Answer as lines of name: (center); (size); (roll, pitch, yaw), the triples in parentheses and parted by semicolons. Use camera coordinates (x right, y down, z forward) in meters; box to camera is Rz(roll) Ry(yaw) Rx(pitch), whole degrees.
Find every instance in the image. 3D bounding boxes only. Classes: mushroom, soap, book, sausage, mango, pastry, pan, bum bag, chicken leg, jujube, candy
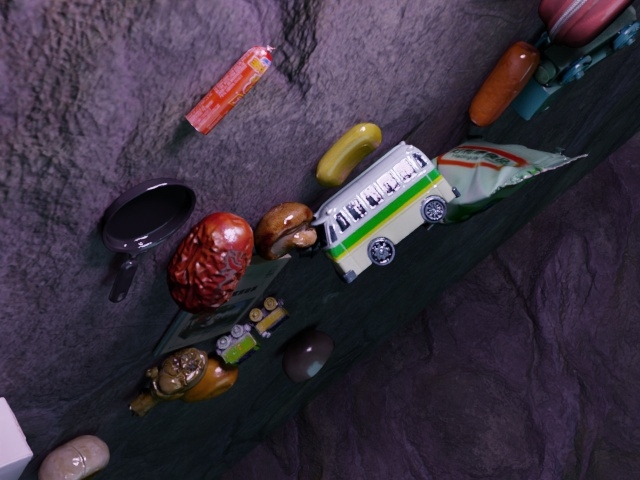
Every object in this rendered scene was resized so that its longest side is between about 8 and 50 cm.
mushroom: (-0.065, -0.013, 1.001); (0.127, 0.087, 0.127); (-38, 161, -16)
soap: (0.046, -0.147, 0.969); (0.140, 0.045, 0.089); (-45, 163, 11)
book: (-0.205, 0.129, 1.158); (0.214, 0.025, 0.283); (-13, 149, -49)
sausage: (-0.101, -0.178, 0.655); (0.129, 0.034, 0.034); (-43, 160, 10)
mango: (-0.278, 0.353, 1.421); (0.165, 0.089, 0.115); (-44, 159, 21)
pastry: (-0.552, 0.507, 1.265); (0.156, 0.092, 0.156); (-31, 159, -13)
pan: (-0.255, 0.001, 0.780); (0.136, 0.028, 0.235); (-13, 144, -51)
bum bag: (-0.001, -0.001, 1.220); (0.124, 0.034, 0.058); (-44, 169, 15)
chicken leg: (-0.347, 0.318, 1.246); (0.227, 0.088, 0.103); (-34, 171, 4)
jujube: (-0.172, 0.035, 0.877); (0.176, 0.112, 0.109); (-53, -171, 29)
candy: (0.353, -0.127, 1.248); (0.262, 0.172, 0.397); (-33, -164, -29)
mushroom: (-0.048, 0.358, 1.811); (0.188, 0.141, 0.117); (-43, 129, -17)
sausage: (0.368, -0.311, 1.147); (0.076, 0.076, 0.198); (-23, 156, -39)

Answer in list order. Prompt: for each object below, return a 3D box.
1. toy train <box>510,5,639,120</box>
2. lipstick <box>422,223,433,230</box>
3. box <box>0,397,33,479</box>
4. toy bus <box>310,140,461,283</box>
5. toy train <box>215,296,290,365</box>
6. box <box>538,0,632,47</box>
toy train: (0.550, -0.400, 1.226); (0.298, 0.120, 0.194); (-33, 167, -16)
lipstick: (0.382, -0.099, 1.710); (0.176, 0.027, 0.027); (-46, 160, 13)
box: (-0.606, 0.371, 0.828); (0.274, 0.116, 0.203); (-12, 147, -52)
toy bus: (0.112, -0.056, 1.104); (0.276, 0.165, 0.133); (-38, -174, -4)
toy train: (-0.159, 0.218, 1.348); (0.202, 0.081, 0.060); (-40, 160, 0)
box: (0.460, -0.421, 0.882); (0.263, 0.108, 0.404); (-50, 174, 30)
